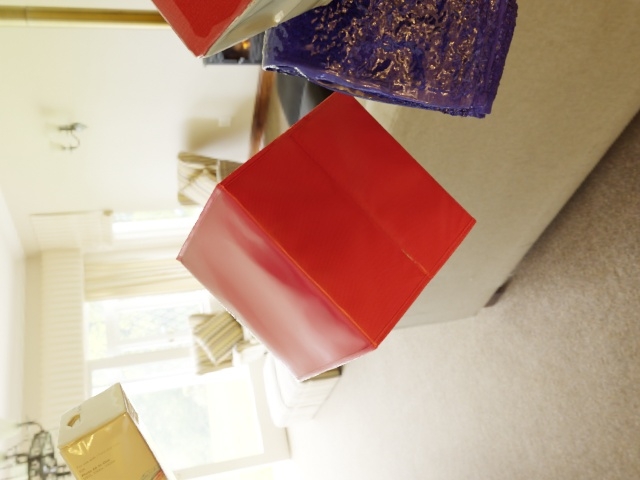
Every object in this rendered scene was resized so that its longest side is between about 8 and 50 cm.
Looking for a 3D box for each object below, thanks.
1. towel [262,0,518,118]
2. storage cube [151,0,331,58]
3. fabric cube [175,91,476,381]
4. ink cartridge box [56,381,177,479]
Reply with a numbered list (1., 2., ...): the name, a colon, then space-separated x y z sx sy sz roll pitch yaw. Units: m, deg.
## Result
1. towel: 0.084 -0.275 0.506 0.076 0.228 0.308 -110 31 -74
2. storage cube: -0.034 -0.260 0.353 0.215 0.183 0.193 -30 101 41
3. fabric cube: 0.000 0.000 0.811 0.258 0.259 0.254 45 148 0
4. ink cartridge box: -0.247 0.310 0.759 0.212 0.093 0.154 63 160 -11
